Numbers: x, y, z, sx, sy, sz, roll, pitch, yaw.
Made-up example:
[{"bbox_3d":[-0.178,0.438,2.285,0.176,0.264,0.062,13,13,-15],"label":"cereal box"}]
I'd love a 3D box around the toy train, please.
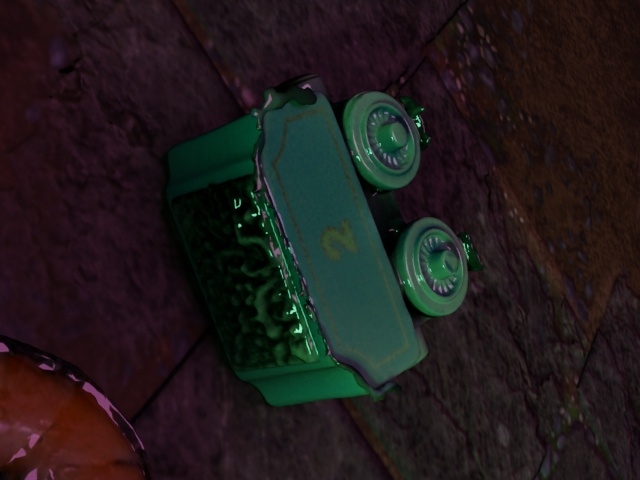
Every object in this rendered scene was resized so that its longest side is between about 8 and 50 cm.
[{"bbox_3d":[0.000,0.000,0.660,0.163,0.112,0.203,-26,95,-46],"label":"toy train"}]

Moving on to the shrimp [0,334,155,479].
[{"bbox_3d":[-0.158,0.162,0.423,0.222,0.054,0.290,27,46,-39],"label":"shrimp"}]
